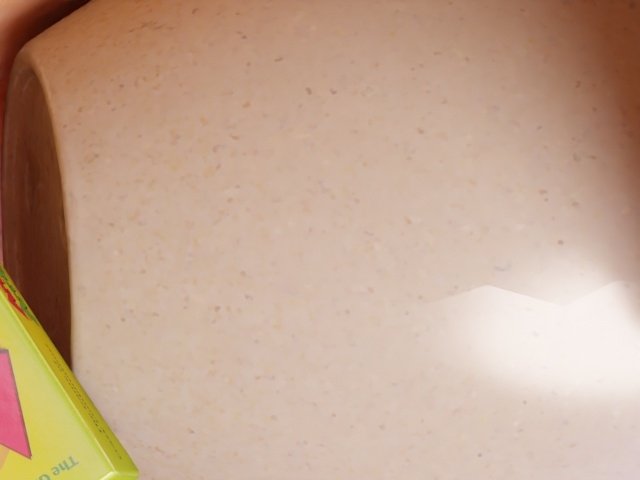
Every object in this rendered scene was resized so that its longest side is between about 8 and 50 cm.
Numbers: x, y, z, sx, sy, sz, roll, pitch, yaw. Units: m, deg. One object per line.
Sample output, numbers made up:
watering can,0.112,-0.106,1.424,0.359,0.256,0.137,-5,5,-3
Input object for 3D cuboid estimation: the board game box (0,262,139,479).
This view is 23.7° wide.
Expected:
board game box,-0.149,0.027,0.498,0.092,0.181,0.043,-34,169,-4

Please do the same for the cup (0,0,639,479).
cup,0.000,0.000,0.621,0.237,0.331,0.331,-3,157,-20
